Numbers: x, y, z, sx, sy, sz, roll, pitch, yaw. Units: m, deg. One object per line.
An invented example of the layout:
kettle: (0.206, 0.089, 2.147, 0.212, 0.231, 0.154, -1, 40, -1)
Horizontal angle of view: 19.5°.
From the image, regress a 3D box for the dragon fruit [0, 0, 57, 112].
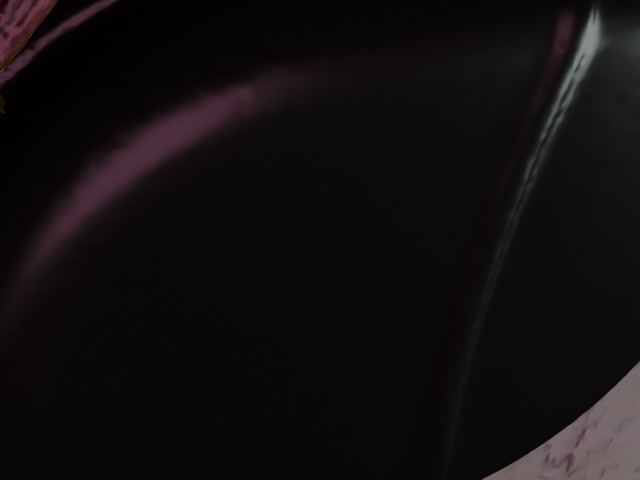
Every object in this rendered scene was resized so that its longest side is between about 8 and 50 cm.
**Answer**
dragon fruit: (-0.089, -0.116, 0.434, 0.096, 0.102, 0.147, -35, 134, -6)

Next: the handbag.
handbag: (0.000, 0.001, 0.600, 0.308, 0.093, 0.253, -13, 132, -26)
